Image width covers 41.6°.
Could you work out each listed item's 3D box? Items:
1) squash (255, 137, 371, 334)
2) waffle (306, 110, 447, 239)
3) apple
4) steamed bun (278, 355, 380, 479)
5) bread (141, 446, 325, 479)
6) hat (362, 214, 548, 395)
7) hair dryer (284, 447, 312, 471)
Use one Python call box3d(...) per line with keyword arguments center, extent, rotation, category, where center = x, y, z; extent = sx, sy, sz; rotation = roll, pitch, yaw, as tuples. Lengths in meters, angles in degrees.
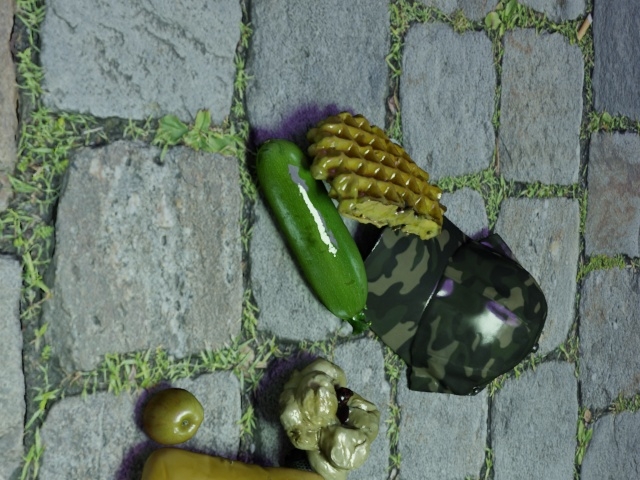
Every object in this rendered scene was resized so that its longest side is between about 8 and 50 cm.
box3d(center=(0.000, 0.000, 1.363), extent=(0.101, 0.101, 0.378), rotation=(-41, 119, -32), category="squash")
box3d(center=(0.100, -0.100, 1.372), extent=(0.283, 0.065, 0.309), rotation=(43, 31, -9), category="waffle")
box3d(center=(-0.210, 0.253, 1.206), extent=(0.084, 0.071, 0.083), rotation=(-3, 95, -41), category="apple")
box3d(center=(0.024, 0.278, 1.359), extent=(0.177, 0.106, 0.192), rotation=(61, 18, -11), category="steamed bun")
box3d(center=(-0.123, 0.390, 1.230), extent=(0.305, 0.091, 0.141), rotation=(15, 101, -25), category="bread")
box3d(center=(0.252, 0.087, 1.533), extent=(0.366, 0.257, 0.381), rotation=(-65, 147, -20), category="hat")
box3d(center=(-0.044, 0.539, 1.386), extent=(0.284, 0.156, 0.320), rotation=(-34, 102, -14), category="hair dryer")
